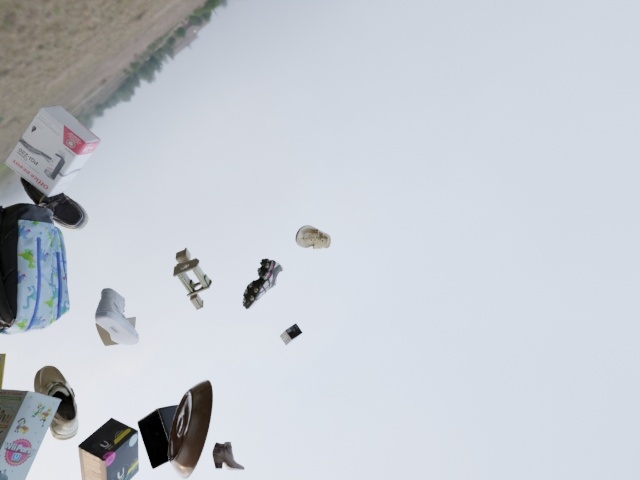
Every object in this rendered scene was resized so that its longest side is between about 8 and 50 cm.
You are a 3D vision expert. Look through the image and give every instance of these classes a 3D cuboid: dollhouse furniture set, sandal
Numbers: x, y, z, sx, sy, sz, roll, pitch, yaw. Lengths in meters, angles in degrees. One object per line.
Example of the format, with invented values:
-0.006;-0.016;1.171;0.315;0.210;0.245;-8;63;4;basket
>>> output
-0.465;0.134;1.768;0.101;0.181;0.161;-22;-146;1;dollhouse furniture set
0.001;-0.007;1.754;0.079;0.240;0.088;6;-93;28;sandal

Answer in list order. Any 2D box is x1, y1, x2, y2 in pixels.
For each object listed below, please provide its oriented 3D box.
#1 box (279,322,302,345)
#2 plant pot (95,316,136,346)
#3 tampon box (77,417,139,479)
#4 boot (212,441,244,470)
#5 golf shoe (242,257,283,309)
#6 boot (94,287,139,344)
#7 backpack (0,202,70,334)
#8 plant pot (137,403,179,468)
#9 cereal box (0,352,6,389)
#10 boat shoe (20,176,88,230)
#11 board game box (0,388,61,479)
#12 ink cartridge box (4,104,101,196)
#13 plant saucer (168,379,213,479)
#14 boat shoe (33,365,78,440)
-0.124;0.394;1.949;0.062;0.052;0.083;-28;165;-35;box
-0.790;0.356;1.807;0.109;0.096;0.109;-13;173;24;plant pot
-0.588;0.610;1.299;0.102;0.160;0.120;17;-155;18;tampon box
-0.311;0.731;1.577;0.042;0.119;0.087;-43;-142;38;boot
-0.274;0.221;2.231;0.105;0.120;0.272;38;-81;47;golf shoe
-0.696;0.265;1.619;0.095;0.258;0.123;-4;-125;-3;boot
-0.901;0.102;1.393;0.290;0.273;0.355;-14;-111;22;backpack
-0.557;0.728;1.771;0.167;0.188;0.187;-5;154;-49;plant pot
-1.220;0.557;1.740;0.240;0.047;0.173;-53;-136;38;cereal box
-0.931;-0.135;1.609;0.103;0.285;0.092;-50;166;-9;boat shoe
-0.795;0.523;1.129;0.224;0.097;0.303;-9;-124;32;board game box
-0.787;-0.262;1.366;0.218;0.159;0.092;-46;-170;17;ink cartridge box
-0.279;0.390;0.975;0.198;0.036;0.198;-46;-146;44;plant saucer
-0.881;0.520;1.559;0.302;0.109;0.098;44;-58;37;boat shoe
